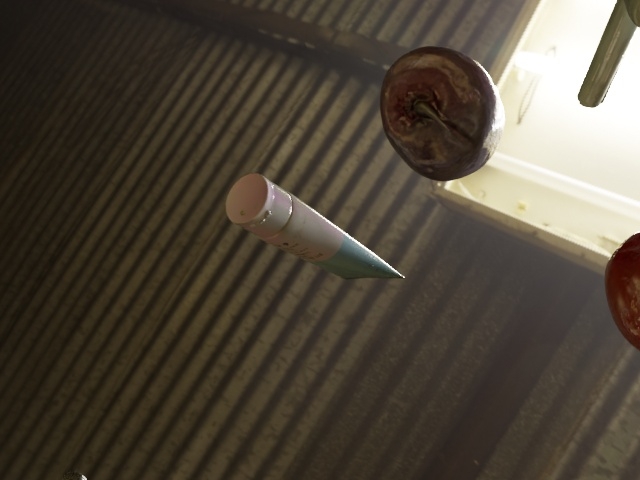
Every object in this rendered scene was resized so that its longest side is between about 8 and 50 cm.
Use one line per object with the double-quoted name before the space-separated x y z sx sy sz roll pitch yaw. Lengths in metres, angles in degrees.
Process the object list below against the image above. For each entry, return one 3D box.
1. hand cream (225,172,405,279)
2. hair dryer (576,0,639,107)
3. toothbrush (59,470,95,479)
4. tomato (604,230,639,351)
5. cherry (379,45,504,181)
"hand cream" 0.000 0.000 0.944 0.111 0.312 0.070 -3 -111 34
"hair dryer" 0.329 -0.226 0.754 0.073 0.236 0.131 5 -124 -1
"toothbrush" -0.129 0.197 0.497 0.297 0.030 0.030 -15 -126 49
"tomato" 0.348 0.054 0.626 0.187 0.187 0.152 -1 -75 34
"cherry" 0.194 -0.200 1.089 0.183 0.266 0.214 -21 -106 23
